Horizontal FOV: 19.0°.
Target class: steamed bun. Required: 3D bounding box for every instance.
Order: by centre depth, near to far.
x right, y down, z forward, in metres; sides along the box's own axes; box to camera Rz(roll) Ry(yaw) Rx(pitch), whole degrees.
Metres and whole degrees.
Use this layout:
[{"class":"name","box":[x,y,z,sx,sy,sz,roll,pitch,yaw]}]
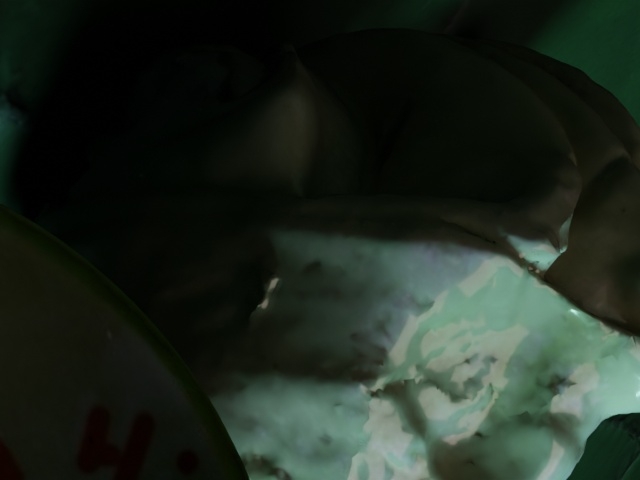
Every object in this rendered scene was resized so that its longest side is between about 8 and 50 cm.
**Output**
[{"class":"steamed bun","box":[0.000,0.000,0.833,0.280,0.268,0.207,-32,114,-6]}]

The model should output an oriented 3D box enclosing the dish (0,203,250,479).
[{"class":"dish","box":[-0.180,0.137,0.648,0.324,0.324,0.124,-31,175,-42]}]
